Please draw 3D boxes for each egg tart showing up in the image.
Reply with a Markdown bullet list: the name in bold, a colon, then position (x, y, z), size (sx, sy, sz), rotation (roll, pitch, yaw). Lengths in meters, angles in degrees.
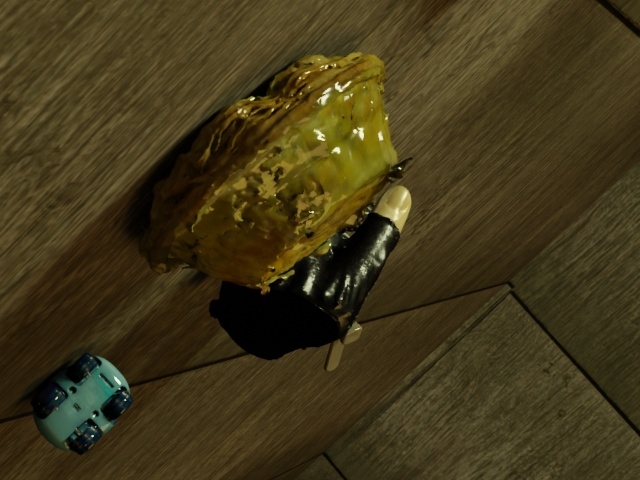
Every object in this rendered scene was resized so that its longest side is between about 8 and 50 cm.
- **egg tart**: position (-0.023, -0.034, 0.996), size (0.212, 0.090, 0.212), rotation (-38, 172, -6)

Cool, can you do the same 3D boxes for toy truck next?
- **toy truck**: position (-0.182, 0.124, 1.154), size (0.073, 0.056, 0.090), rotation (-43, -177, -21)

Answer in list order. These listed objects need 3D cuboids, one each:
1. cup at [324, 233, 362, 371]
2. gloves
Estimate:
- **cup**: position (-0.003, 0.047, 1.322), size (0.074, 0.102, 0.099), rotation (-50, 177, -33)
- **gloves**: position (-0.003, 0.000, 1.213), size (0.129, 0.106, 0.181), rotation (-56, -171, 48)
